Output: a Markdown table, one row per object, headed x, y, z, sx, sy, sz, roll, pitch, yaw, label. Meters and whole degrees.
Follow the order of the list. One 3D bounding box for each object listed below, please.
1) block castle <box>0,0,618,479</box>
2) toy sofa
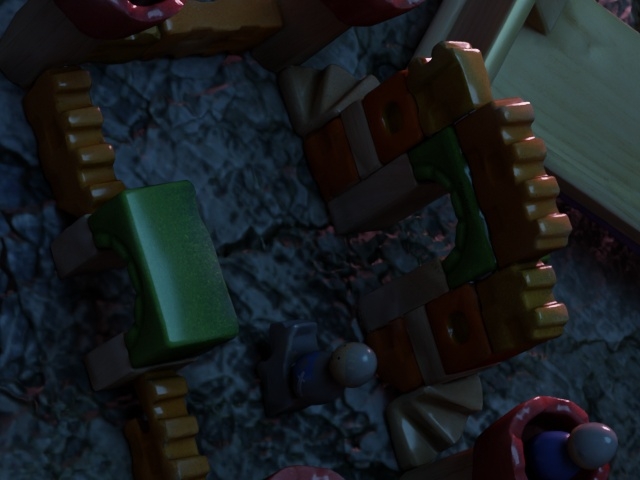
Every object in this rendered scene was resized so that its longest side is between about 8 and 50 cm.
| x | y | z | sx | sy | sz | roll | pitch | yaw | label |
| --- | --- | --- | --- | --- | --- | --- | --- | --- | --- |
| 0.000 | 0.000 | 1.141 | 0.303 | 0.213 | 0.453 | -9 | 76 | -39 | block castle |
| 0.238 | -0.084 | 1.416 | 0.362 | 0.177 | 0.150 | 32 | 80 | -22 | toy sofa |
